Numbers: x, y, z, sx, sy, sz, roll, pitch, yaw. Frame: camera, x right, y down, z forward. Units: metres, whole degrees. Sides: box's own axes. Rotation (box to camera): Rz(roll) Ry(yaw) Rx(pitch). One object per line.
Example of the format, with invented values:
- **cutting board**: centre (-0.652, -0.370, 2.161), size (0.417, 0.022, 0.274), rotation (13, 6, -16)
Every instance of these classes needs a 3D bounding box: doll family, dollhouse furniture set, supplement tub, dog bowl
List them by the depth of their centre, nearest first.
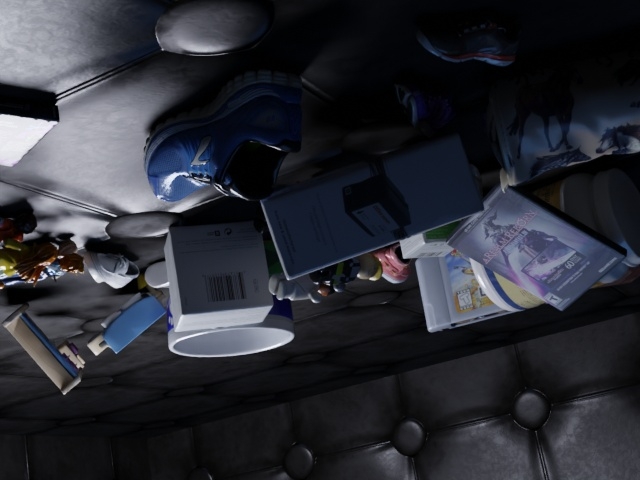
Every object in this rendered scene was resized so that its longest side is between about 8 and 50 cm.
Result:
- **doll family**: centre (-0.510, 0.040, 1.784), size (0.163, 0.118, 0.263), rotation (-13, 163, 7)
- **supplement tub**: centre (0.482, -0.002, 2.038), size (0.316, 0.228, 0.228), rotation (-23, 159, 35)
- **dog bowl**: centre (-0.190, 0.166, 2.131), size (0.265, 0.104, 0.265), rotation (-6, 163, -2)
- **dollhouse furniture set**: centre (-0.505, 0.149, 2.233), size (0.303, 0.198, 0.286), rotation (-39, -171, -8)

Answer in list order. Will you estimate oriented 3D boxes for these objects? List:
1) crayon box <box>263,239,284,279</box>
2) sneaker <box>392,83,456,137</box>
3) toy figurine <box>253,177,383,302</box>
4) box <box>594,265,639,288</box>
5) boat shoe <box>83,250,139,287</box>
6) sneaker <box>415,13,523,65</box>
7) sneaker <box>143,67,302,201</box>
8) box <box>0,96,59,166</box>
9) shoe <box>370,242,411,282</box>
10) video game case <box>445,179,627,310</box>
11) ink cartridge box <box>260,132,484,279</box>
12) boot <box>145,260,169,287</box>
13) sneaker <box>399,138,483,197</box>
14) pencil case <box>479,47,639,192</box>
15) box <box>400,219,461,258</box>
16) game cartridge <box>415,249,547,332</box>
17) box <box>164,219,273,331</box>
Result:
- **crayon box**: centre (-0.046, 0.056, 2.169), size (0.318, 0.081, 0.202), rotation (-7, 162, -10)
- **sneaker**: centre (0.159, -0.207, 1.509), size (0.071, 0.068, 0.170), rotation (-32, 166, 16)
- **toy figurine**: centre (0.000, 0.000, 1.803), size (0.148, 0.209, 0.213), rotation (-4, 163, -37)
- **box**: centre (0.608, 0.010, 2.247), size (0.203, 0.168, 0.167), rotation (-9, 164, -7)
- **boat shoe**: centre (-0.406, 0.052, 1.987), size (0.063, 0.066, 0.184), rotation (-26, 159, 4)
- **sneaker**: centre (0.198, -0.274, 1.331), size (0.158, 0.061, 0.065), rotation (-1, 134, -30)
- **sneaker**: centre (-0.145, -0.117, 1.449), size (0.130, 0.147, 0.330), rotation (5, 158, -40)
- **box**: centre (-0.443, -0.147, 1.381), size (0.116, 0.029, 0.162), rotation (3, 159, -40)
- **shoe**: centre (0.179, 0.052, 2.311), size (0.081, 0.063, 0.178), rotation (-15, 159, 30)
- **video game case**: centre (0.401, 0.012, 1.899), size (0.274, 0.026, 0.196), rotation (29, 135, -9)
- **ink cartridge box**: centre (0.070, -0.056, 1.560), size (0.307, 0.129, 0.223), rotation (-19, -176, -3)
- **boot**: centre (-0.264, 0.060, 2.099), size (0.190, 0.069, 0.086), rotation (-9, 172, 24)
- **sneaker**: centre (0.220, -0.087, 1.810), size (0.110, 0.118, 0.292), rotation (-20, 162, 24)
- **pencil case**: centre (0.451, -0.195, 1.513), size (0.410, 0.160, 0.183), rotation (-11, 147, 3)
- **box**: centre (0.225, -0.020, 2.069), size (0.101, 0.087, 0.102), rotation (-2, 160, -24)
- **game cartridge**: centre (0.363, 0.077, 2.270), size (0.297, 0.198, 0.062), rotation (-17, 162, 20)
- **box**: centre (-0.199, 0.068, 1.949), size (0.181, 0.182, 0.119), rotation (-5, 160, -17)
